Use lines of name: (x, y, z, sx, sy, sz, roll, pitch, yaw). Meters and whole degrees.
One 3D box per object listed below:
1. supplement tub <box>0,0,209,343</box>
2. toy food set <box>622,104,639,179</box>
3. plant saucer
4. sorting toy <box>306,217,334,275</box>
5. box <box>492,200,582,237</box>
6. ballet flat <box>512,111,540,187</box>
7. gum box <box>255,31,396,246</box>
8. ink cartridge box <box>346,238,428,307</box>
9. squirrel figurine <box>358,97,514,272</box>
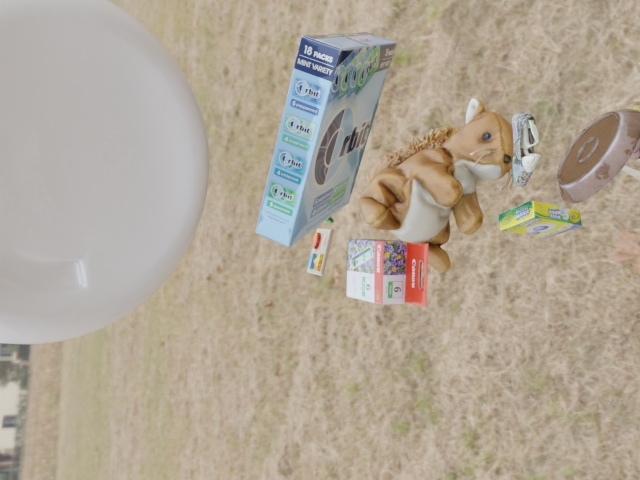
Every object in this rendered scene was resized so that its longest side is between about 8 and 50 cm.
supplement tub: (-0.265, -0.063, 0.458, 0.316, 0.228, 0.228, 10, 94, 40)
toy food set: (0.649, -0.206, 1.149, 0.132, 0.038, 0.192, 30, 114, 16)
plant saucer: (0.421, -0.135, 0.915, 0.168, 0.029, 0.168, -59, 5, 9)
sorting toy: (0.000, 0.000, 0.719, 0.062, 0.012, 0.083, -176, 99, -73)
box: (0.487, -0.047, 1.338, 0.105, 0.179, 0.043, -30, 56, 56)
ballet flat: (0.313, -0.138, 0.901, 0.041, 0.041, 0.114, 10, 107, 64)
gum box: (0.008, -0.104, 0.577, 0.041, 0.157, 0.184, 23, 116, 16)
ink cartridge box: (0.063, 0.030, 0.585, 0.115, 0.029, 0.063, -177, 88, -67)
squirrel figurine: (0.299, -0.182, 1.478, 0.370, 0.281, 0.397, -48, 24, 18)
